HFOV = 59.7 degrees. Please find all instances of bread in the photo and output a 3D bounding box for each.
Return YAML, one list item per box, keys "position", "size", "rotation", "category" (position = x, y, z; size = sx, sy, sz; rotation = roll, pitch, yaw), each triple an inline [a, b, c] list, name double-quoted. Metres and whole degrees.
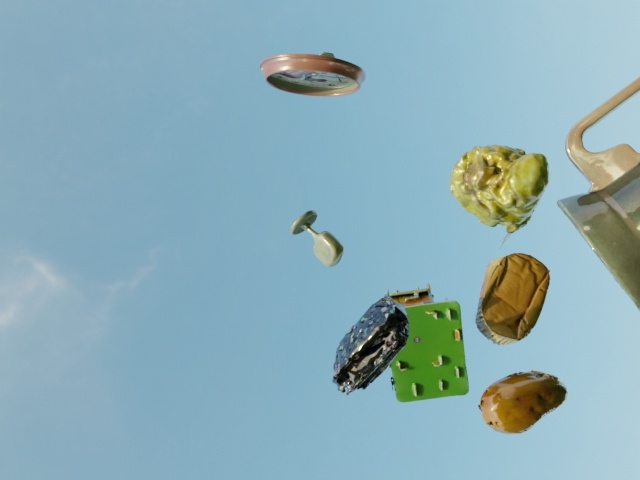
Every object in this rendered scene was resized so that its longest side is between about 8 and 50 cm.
- position: [0.591, 0.186, 1.765]
  size: [0.204, 0.156, 0.288]
  rotation: [20, -107, 0]
  category: "bread"

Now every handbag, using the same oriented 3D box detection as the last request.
- position: [0.124, 0.261, 1.377]
  size: [0.113, 0.162, 0.260]
  rotation: [39, -74, -5]
  category: "handbag"

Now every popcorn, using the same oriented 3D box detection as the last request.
- position: [0.435, -0.139, 1.381]
  size: [0.173, 0.225, 0.286]
  rotation: [-64, -19, -9]
  category: "popcorn"

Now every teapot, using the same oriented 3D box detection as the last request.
- position: [0.493, -0.088, 0.701]
  size: [0.300, 0.344, 0.253]
  rotation: [58, -160, 16]
  category: "teapot"

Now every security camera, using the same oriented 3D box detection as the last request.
- position: [0.000, 0.000, 0.889]
  size: [0.058, 0.058, 0.092]
  rotation: [-32, -109, -31]
  category: "security camera"

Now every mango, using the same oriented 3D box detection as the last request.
- position: [0.571, 0.450, 1.565]
  size: [0.249, 0.151, 0.156]
  rotation: [-16, -114, -6]
  category: "mango"

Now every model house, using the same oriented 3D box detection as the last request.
- position: [0.335, 0.307, 1.824]
  size: [0.243, 0.313, 0.357]
  rotation: [-10, -72, 9]
  category: "model house"

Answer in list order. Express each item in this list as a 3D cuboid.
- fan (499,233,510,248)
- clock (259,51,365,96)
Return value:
- position: [0.608, -0.005, 1.832]
  size: [0.003, 0.060, 0.080]
  rotation: [35, -80, 7]
  category: "fan"
- position: [-0.017, -0.385, 1.281]
  size: [0.244, 0.244, 0.056]
  rotation: [4, -90, -35]
  category: "clock"
